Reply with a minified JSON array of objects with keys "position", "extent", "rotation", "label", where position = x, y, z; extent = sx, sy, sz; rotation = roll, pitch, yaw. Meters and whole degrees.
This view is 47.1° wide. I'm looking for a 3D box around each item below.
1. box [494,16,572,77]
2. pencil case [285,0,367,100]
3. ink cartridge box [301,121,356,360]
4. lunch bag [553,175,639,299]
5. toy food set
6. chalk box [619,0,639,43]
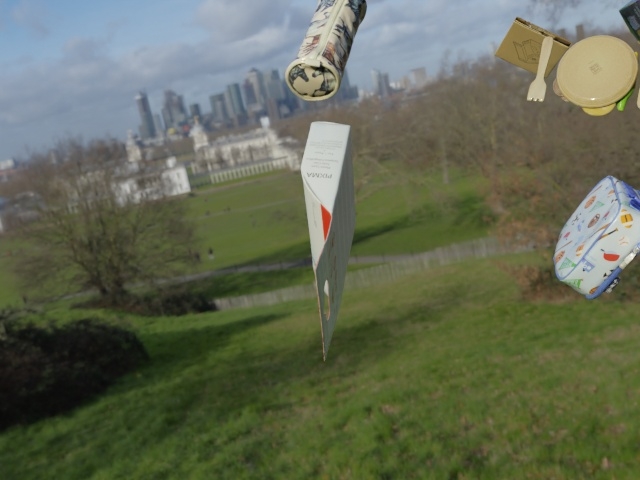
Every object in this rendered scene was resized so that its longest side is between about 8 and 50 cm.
[{"position":[0.582,-0.528,2.024],"extent":[0.164,0.021,0.201],"rotation":[26,-11,4],"label":"box"},{"position":[0.022,-0.594,2.189],"extent":[0.160,0.183,0.410],"rotation":[10,53,12],"label":"pencil case"},{"position":[0.000,0.000,1.489],"extent":[0.091,0.308,0.385],"rotation":[6,50,10],"label":"ink cartridge box"},{"position":[0.642,-0.014,1.660],"extent":[0.243,0.115,0.303],"rotation":[-57,1,27],"label":"lunch bag"},{"position":[0.444,-0.265,1.183],"extent":[0.192,0.132,0.038],"rotation":[12,-6,28],"label":"toy food set"},{"position":[1.005,-0.689,2.200],"extent":[0.132,0.132,0.213],"rotation":[-40,9,-18],"label":"chalk box"}]
